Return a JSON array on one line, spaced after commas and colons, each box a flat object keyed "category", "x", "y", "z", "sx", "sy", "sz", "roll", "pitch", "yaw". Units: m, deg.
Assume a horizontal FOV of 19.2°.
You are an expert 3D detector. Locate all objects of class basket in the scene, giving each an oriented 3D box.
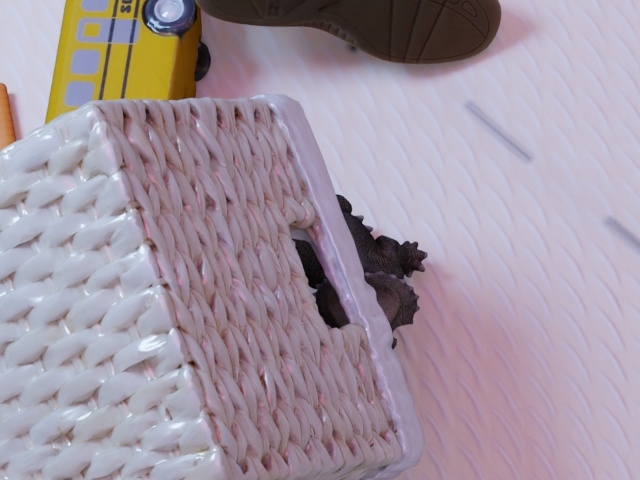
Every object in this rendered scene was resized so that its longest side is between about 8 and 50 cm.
[{"category": "basket", "x": -0.151, "y": 0.087, "z": 1.491, "sx": 0.331, "sy": 0.266, "sz": 0.328, "roll": -26, "pitch": 79, "yaw": 30}]

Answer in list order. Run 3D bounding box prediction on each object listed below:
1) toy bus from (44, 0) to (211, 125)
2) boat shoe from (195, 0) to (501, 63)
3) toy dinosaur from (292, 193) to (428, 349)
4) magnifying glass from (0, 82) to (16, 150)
[{"category": "toy bus", "x": -0.181, "y": -0.137, "z": 1.774, "sx": 0.130, "sy": 0.108, "sz": 0.333, "roll": 3, "pitch": 67, "yaw": 7}, {"category": "boat shoe", "x": 0.023, "y": -0.243, "z": 1.785, "sx": 0.302, "sy": 0.109, "sz": 0.098, "roll": 7, "pitch": 31, "yaw": -13}, {"category": "toy dinosaur", "x": 0.000, "y": 0.000, "z": 1.661, "sx": 0.121, "sy": 0.160, "sz": 0.313, "roll": -42, "pitch": 69, "yaw": 5}, {"category": "magnifying glass", "x": -0.294, "y": -0.045, "z": 1.792, "sx": 0.092, "sy": 0.026, "sz": 0.231, "roll": -14, "pitch": 65, "yaw": 0}]
